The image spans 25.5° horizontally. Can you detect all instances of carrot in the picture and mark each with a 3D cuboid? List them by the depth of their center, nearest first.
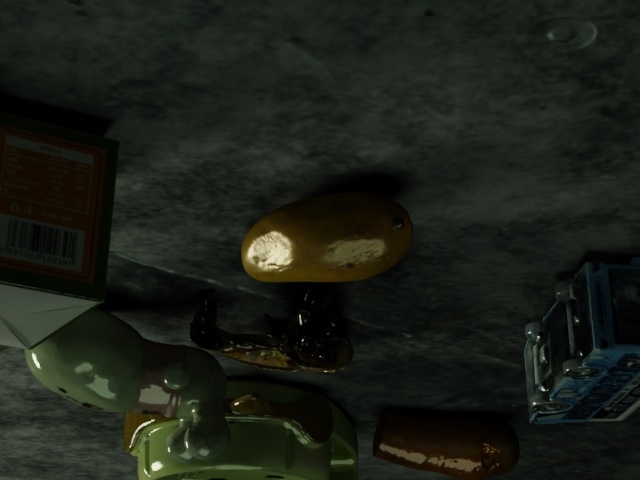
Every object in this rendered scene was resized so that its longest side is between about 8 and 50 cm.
[{"bbox_3d":[0.166,0.274,1.881,0.194,0.087,0.087,3,157,-8],"label":"carrot"}]

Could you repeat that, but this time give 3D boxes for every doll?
[{"bbox_3d":[-0.211,0.133,1.494,0.275,0.113,0.155,29,161,-3],"label":"doll"}]

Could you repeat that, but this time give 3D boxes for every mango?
[{"bbox_3d":[0.000,0.000,1.238,0.190,0.075,0.098,-11,150,42],"label":"mango"}]

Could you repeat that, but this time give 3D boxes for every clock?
[{"bbox_3d":[-0.111,0.271,1.837,0.286,0.117,0.348,-4,157,11],"label":"clock"}]

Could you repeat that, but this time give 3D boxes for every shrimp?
[{"bbox_3d":[-0.056,0.095,1.490,0.178,0.075,0.289,2,171,4],"label":"shrimp"}]

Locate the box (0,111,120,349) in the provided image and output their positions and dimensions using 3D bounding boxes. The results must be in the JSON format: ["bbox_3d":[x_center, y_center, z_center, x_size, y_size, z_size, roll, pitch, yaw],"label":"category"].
[{"bbox_3d":[-0.282,-0.015,1.109,0.195,0.148,0.177,12,159,-26],"label":"box"}]

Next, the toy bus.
[{"bbox_3d":[0.291,0.114,1.466,0.131,0.106,0.297,1,159,-6],"label":"toy bus"}]
